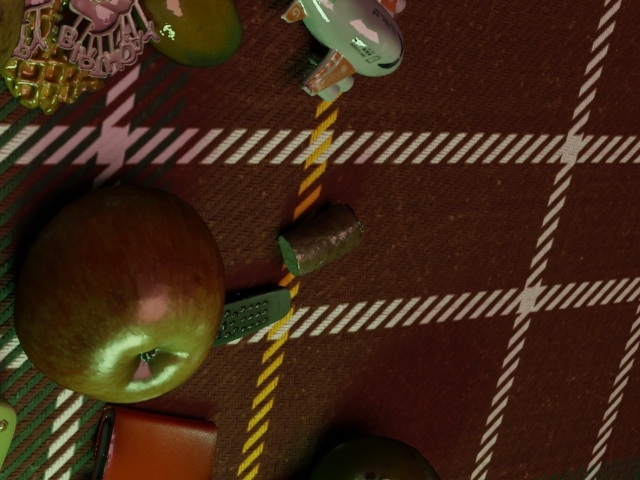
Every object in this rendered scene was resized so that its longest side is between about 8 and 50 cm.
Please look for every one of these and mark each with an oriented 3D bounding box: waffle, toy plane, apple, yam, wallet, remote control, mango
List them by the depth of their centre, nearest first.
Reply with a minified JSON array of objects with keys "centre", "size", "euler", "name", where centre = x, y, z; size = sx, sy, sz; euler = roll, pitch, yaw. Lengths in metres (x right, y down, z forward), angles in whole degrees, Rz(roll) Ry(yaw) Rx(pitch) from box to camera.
[{"centre":[-0.339,-0.253,1.653],"size":[0.149,0.051,0.194],"euler":[-35,130,-19],"name":"waffle"},{"centre":[-0.172,-0.299,1.747],"size":[0.194,0.091,0.130],"euler":[22,95,-53],"name":"mango"},{"centre":[-0.258,0.085,1.761],"size":[0.277,0.250,0.309],"euler":[-21,127,-31],"name":"apple"},{"centre":[0.044,-0.314,1.897],"size":[0.244,0.117,0.245],"euler":[-18,122,-33],"name":"toy plane"},{"centre":[-0.256,0.335,2.016],"size":[0.204,0.045,0.142],"euler":[17,80,-42],"name":"wallet"},{"centre":[-0.142,0.119,2.021],"size":[0.222,0.042,0.072],"euler":[-17,122,-32],"name":"remote control"},{"centre":[-0.001,-0.001,2.054],"size":[0.127,0.084,0.084],"euler":[-26,127,-22],"name":"yam"}]

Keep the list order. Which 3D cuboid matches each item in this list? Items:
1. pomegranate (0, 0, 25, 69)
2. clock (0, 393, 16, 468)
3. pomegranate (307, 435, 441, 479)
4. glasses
[{"centre":[-0.445,-0.273,1.388],"size":[0.281,0.281,0.281],"euler":[-19,123,-32],"name":"pomegranate"},{"centre":[-0.532,0.271,1.756],"size":[0.232,0.069,0.170],"euler":[16,102,-42],"name":"clock"},{"centre":[0.050,0.476,2.272],"size":[0.358,0.216,0.310],"euler":[-5,119,-5],"name":"pomegranate"},{"centre":[-0.291,-0.277,1.586],"size":[0.255,0.095,0.162],"euler":[4,109,-37],"name":"glasses"}]
